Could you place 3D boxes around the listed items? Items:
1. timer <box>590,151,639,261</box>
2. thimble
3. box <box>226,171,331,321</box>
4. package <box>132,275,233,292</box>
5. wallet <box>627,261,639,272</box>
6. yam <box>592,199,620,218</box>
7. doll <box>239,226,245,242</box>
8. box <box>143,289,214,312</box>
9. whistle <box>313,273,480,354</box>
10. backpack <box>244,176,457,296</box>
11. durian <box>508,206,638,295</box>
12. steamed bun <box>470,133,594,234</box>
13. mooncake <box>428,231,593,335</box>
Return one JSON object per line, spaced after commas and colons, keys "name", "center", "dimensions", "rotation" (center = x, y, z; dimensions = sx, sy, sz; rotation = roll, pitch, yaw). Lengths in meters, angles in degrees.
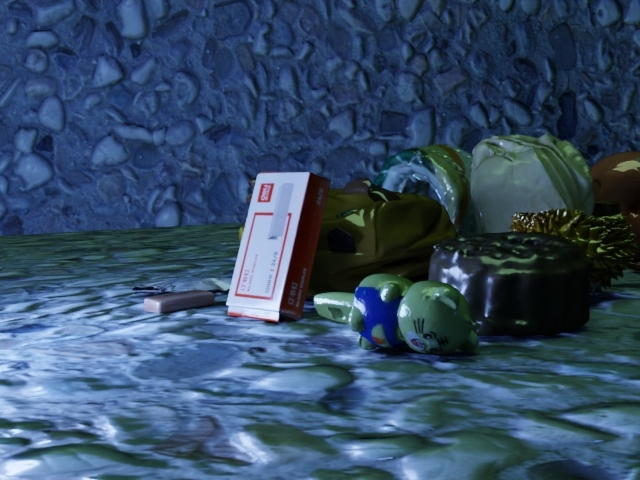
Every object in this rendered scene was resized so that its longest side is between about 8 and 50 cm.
{"name": "timer", "center": [0.640, -0.070, 1.958], "dimensions": [0.230, 0.229, 0.215], "rotation": [0, 4, 17]}
{"name": "thimble", "center": [0.254, -0.077, 2.100], "dimensions": [0.167, 0.254, 0.288], "rotation": [-10, 35, -37]}
{"name": "box", "center": [-0.065, 0.010, 1.436], "dimensions": [0.123, 0.229, 0.050], "rotation": [3, -14, 45]}
{"name": "package", "center": [-0.227, 0.081, 1.744], "dimensions": [0.171, 0.027, 0.173], "rotation": [-2, 3, 44]}
{"name": "wallet", "center": [0.684, 0.048, 1.780], "dimensions": [0.197, 0.020, 0.103], "rotation": [-4, 6, -18]}
{"name": "yam", "center": [0.523, -0.006, 1.772], "dimensions": [0.079, 0.141, 0.079], "rotation": [-4, 6, 0]}
{"name": "doll", "center": [0.000, 0.001, 2.185], "dimensions": [0.365, 0.094, 0.160], "rotation": [-4, 8, -13]}
{"name": "box", "center": [-0.229, 0.098, 1.544], "dimensions": [0.115, 0.025, 0.048], "rotation": [-7, 6, -43]}
{"name": "whistle", "center": [0.088, 0.088, 1.143], "dimensions": [0.228, 0.105, 0.085], "rotation": [3, 47, 34]}
{"name": "backpack", "center": [0.053, -0.005, 1.634], "dimensions": [0.354, 0.201, 0.378], "rotation": [5, 11, 27]}
{"name": "durian", "center": [0.399, 0.032, 1.494], "dimensions": [0.250, 0.183, 0.138], "rotation": [-3, 39, -43]}
{"name": "steamed bun", "center": [0.387, -0.065, 1.692], "dimensions": [0.203, 0.275, 0.289], "rotation": [-11, -7, 18]}
{"name": "mooncake", "center": [0.251, 0.056, 1.283], "dimensions": [0.228, 0.124, 0.228], "rotation": [-1, 6, 0]}
